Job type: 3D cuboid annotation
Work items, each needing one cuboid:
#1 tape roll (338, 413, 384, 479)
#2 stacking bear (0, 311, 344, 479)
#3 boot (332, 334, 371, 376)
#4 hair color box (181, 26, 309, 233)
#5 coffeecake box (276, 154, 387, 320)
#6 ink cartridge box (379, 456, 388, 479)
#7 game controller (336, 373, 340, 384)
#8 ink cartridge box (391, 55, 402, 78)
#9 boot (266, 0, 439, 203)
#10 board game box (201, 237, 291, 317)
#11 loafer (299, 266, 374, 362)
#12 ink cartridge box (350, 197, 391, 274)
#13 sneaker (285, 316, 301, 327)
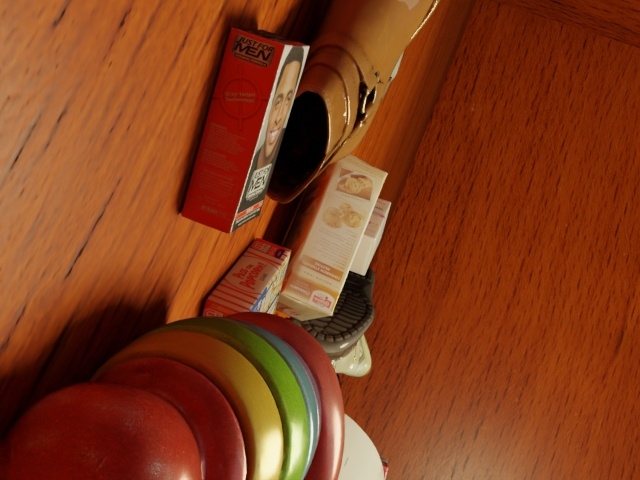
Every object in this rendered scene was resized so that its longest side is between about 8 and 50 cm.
[{"bbox_3d":[-0.045,0.368,1.093,0.169,0.246,0.246,-56,165,-62],"label":"tape roll"},{"bbox_3d":[-0.093,0.134,0.500,0.164,0.175,0.289,-68,165,5],"label":"stacking bear"},{"bbox_3d":[0.021,0.193,1.687,0.077,0.213,0.165,-30,155,32],"label":"boot"},{"bbox_3d":[-0.055,-0.082,0.579,0.072,0.043,0.141,-45,154,-71],"label":"hair color box"},{"bbox_3d":[0.000,0.000,0.964,0.186,0.068,0.142,-68,-169,-14],"label":"coffeecake box"},{"bbox_3d":[0.006,0.506,1.744,0.197,0.272,0.114,70,38,-79],"label":"ink cartridge box"},{"bbox_3d":[-0.041,0.348,1.591,0.166,0.067,0.319,-45,176,8],"label":"game controller"},{"bbox_3d":[0.057,-0.183,1.098,0.181,0.056,0.225,-60,166,-52],"label":"ink cartridge box"},{"bbox_3d":[0.021,-0.185,0.711,0.220,0.109,0.283,-54,171,-51],"label":"boot"},{"bbox_3d":[-0.093,0.114,0.829,0.147,0.045,0.194,-57,165,-61],"label":"board game box"},{"bbox_3d":[0.033,0.151,1.496,0.366,0.133,0.130,-51,160,-68],"label":"loafer"},{"bbox_3d":[0.067,-0.023,1.443,0.143,0.092,0.090,-63,169,-50],"label":"ink cartridge box"},{"bbox_3d":[-0.053,0.233,1.205,0.078,0.106,0.234,-43,152,-76],"label":"sneaker"}]
